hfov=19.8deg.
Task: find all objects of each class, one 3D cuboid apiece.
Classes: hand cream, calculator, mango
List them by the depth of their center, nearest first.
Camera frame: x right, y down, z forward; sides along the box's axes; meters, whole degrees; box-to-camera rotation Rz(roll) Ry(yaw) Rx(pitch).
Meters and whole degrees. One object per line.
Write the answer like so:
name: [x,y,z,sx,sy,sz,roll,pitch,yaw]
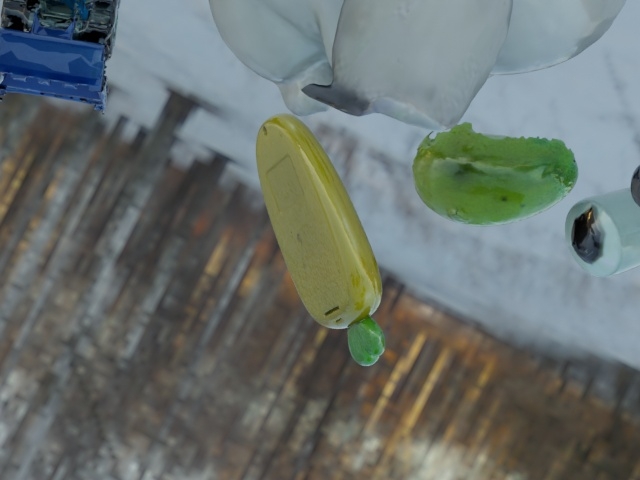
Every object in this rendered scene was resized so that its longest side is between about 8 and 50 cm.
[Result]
hand cream: [0.347,-0.042,1.585,0.321,0.067,0.109,-19,-157,-29]
calculator: [0.000,0.000,1.610,0.234,0.032,0.146,68,157,6]
mango: [0.182,-0.066,1.920,0.178,0.100,0.119,-2,163,23]

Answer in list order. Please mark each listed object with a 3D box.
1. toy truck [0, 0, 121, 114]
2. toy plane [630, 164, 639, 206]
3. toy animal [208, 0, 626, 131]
toy truck: [-0.251,-0.200,1.752,0.113,0.208,0.126,9,139,-5]
toy plane: [0.289,0.056,0.956,0.204,0.103,0.316,8,-150,-13]
toy animal: [0.046,-0.137,0.821,0.154,0.208,0.325,57,-177,-15]
